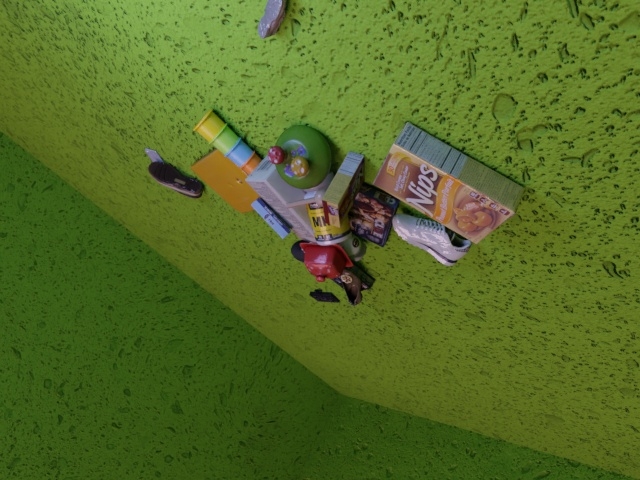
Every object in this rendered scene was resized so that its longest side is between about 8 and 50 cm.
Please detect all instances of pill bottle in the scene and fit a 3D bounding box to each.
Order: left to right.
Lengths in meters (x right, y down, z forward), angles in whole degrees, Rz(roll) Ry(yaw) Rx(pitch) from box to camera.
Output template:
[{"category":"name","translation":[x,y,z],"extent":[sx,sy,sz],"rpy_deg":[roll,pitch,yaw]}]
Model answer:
[{"category":"pill bottle","translation":[0.017,-0.100,1.355],"extent":[0.119,0.119,0.209],"rpy_deg":[2,114,47]}]

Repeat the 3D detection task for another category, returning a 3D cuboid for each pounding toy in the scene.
[{"category":"pounding toy","translation":[-0.070,-0.200,1.229],"extent":[0.182,0.110,0.237],"rpy_deg":[-3,105,30]}]

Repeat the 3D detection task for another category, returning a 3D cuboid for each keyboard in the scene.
[{"category":"keyboard","translation":[-0.704,-0.315,1.984],"extent":[0.072,0.014,0.256],"rpy_deg":[14,149,24]},{"category":"keyboard","translation":[0.011,0.283,2.216],"extent":[0.108,0.023,0.180],"rpy_deg":[46,151,-25]}]

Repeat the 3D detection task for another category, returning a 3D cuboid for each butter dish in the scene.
[{"category":"butter dish","translation":[0.011,0.087,1.505],"extent":[0.159,0.118,0.160],"rpy_deg":[3,151,26]}]

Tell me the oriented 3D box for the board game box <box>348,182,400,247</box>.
[{"category":"board game box","translation":[0.152,-0.083,1.391],"extent":[0.165,0.042,0.243],"rpy_deg":[26,154,13]}]

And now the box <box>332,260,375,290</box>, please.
[{"category":"box","translation":[0.094,0.132,1.824],"extent":[0.220,0.051,0.175],"rpy_deg":[38,153,-12]}]

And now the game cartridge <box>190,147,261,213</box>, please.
[{"category":"game cartridge","translation":[-0.330,-0.228,1.680],"extent":[0.285,0.053,0.323],"rpy_deg":[45,154,-24]}]

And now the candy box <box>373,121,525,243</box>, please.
[{"category":"candy box","translation":[0.304,-0.134,1.079],"extent":[0.316,0.088,0.183],"rpy_deg":[30,154,4]}]

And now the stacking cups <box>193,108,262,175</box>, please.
[{"category":"stacking cups","translation":[-0.270,-0.293,1.460],"extent":[0.316,0.096,0.096],"rpy_deg":[41,153,-25]}]

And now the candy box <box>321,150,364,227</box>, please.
[{"category":"candy box","translation":[0.067,-0.142,1.217],"extent":[0.053,0.187,0.109],"rpy_deg":[20,151,18]}]

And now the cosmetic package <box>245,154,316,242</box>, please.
[{"category":"cosmetic package","translation":[-0.084,-0.139,1.443],"extent":[0.153,0.129,0.296],"rpy_deg":[11,148,54]}]

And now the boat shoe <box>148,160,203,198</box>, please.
[{"category":"boat shoe","translation":[-0.635,-0.254,1.921],"extent":[0.257,0.095,0.095],"rpy_deg":[30,160,5]}]

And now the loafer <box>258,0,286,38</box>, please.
[{"category":"loafer","translation":[-0.100,-0.497,0.967],"extent":[0.125,0.039,0.045],"rpy_deg":[-28,83,58]}]

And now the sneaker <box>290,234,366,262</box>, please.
[{"category":"sneaker","translation":[0.000,0.000,1.620],"extent":[0.330,0.123,0.146],"rpy_deg":[-5,142,39]}]

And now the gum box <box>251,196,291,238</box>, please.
[{"category":"gum box","translation":[-0.172,-0.081,1.535],"extent":[0.157,0.041,0.184],"rpy_deg":[48,179,-8]}]

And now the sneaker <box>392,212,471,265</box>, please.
[{"category":"sneaker","translation":[0.323,-0.023,1.280],"extent":[0.235,0.090,0.095],"rpy_deg":[29,142,-1]}]

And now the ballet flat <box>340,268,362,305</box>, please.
[{"category":"ballet flat","translation":[0.124,0.196,1.775],"extent":[0.084,0.058,0.250],"rpy_deg":[18,151,24]}]
